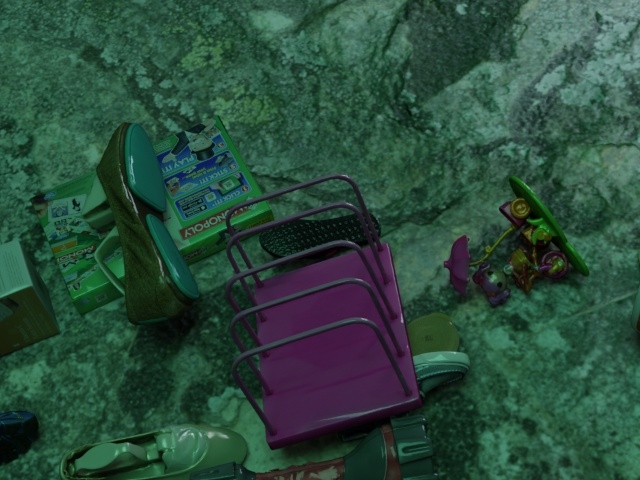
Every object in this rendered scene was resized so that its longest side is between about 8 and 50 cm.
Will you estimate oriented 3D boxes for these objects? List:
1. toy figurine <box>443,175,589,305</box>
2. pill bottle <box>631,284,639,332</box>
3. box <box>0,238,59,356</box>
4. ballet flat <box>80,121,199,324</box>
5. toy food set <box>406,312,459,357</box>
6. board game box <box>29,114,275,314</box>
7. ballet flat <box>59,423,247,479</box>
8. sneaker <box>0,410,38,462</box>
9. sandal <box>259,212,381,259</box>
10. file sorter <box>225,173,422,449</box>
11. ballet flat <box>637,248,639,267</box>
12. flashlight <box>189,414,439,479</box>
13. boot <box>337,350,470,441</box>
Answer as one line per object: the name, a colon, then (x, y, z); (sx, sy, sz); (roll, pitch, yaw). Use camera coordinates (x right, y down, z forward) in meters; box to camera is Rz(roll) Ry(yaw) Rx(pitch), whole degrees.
toy figurine: (0.254, 0.026, 1.721); (0.159, 0.130, 0.173); (-37, 81, 0)
pill bottle: (0.521, 0.093, 1.598); (0.221, 0.124, 0.124); (20, 61, 21)
box: (-0.476, 0.096, 1.768); (0.170, 0.130, 0.091); (-23, 55, -5)
ballet flat: (-0.272, -0.020, 1.787); (0.124, 0.116, 0.342); (-30, 58, 12)
toy food set: (0.147, 0.137, 1.697); (0.082, 0.020, 0.083); (-20, 55, -4)
board game box: (-0.254, -0.043, 1.879); (0.317, 0.046, 0.213); (-25, 56, -8)
ballet flat: (-0.221, 0.281, 1.624); (0.248, 0.086, 0.086); (-11, 54, 2)
sneaker: (-0.491, 0.255, 1.693); (0.221, 0.083, 0.087); (-8, 46, 0)
sandal: (0.000, 0.000, 1.814); (0.179, 0.040, 0.067); (-8, 59, -13)
file sorter: (-0.010, 0.080, 1.618); (0.202, 0.182, 0.291); (-18, 42, 9)
ballet flat: (0.505, -0.015, 1.720); (0.168, 0.052, 0.057); (-30, 56, -11)
flashlight: (-0.008, 0.292, 1.559); (0.304, 0.103, 0.103); (-9, 74, -1)
boot: (0.108, 0.206, 1.633); (0.190, 0.069, 0.086); (-15, 59, 11)
